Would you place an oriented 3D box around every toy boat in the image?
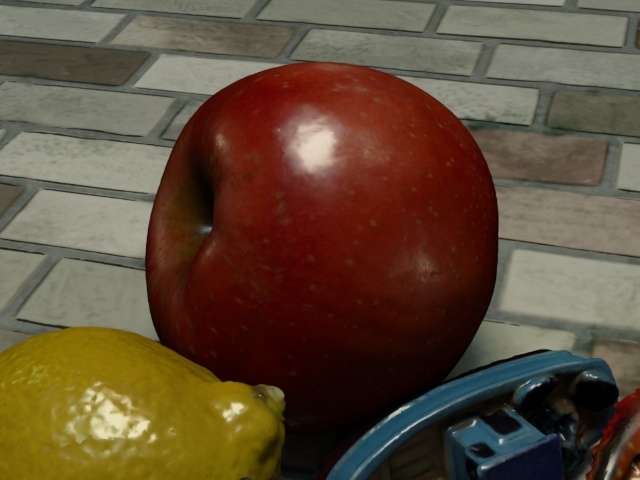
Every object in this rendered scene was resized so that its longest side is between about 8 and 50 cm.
[{"bbox_3d":[0.097,0.143,0.674,0.223,0.100,0.097,-22,28,-18],"label":"toy boat"}]

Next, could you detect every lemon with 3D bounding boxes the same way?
[{"bbox_3d":[-0.127,0.140,0.618,0.244,0.187,0.187,-17,32,20],"label":"lemon"}]

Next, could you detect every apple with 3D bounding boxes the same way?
[{"bbox_3d":[0.000,0.000,0.749,0.216,0.260,0.260,8,30,-26],"label":"apple"}]

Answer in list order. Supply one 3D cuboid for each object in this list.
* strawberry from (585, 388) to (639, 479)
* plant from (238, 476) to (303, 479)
[{"bbox_3d":[0.219,0.166,0.641,0.140,0.085,0.192,17,60,3],"label":"strawberry"},{"bbox_3d":[-0.009,0.209,0.517,0.142,0.203,0.131,26,54,22],"label":"plant"}]
